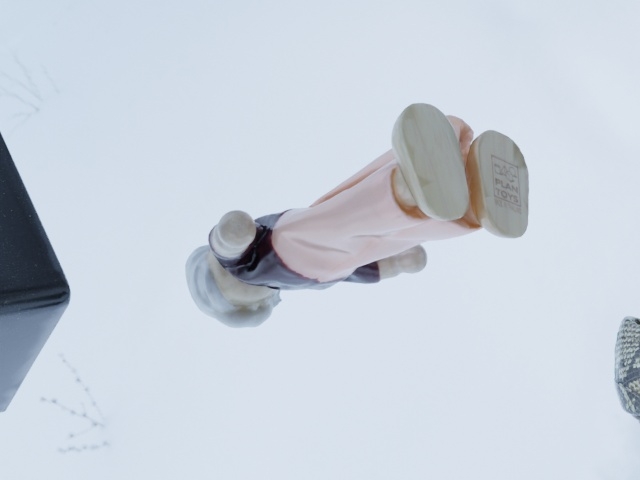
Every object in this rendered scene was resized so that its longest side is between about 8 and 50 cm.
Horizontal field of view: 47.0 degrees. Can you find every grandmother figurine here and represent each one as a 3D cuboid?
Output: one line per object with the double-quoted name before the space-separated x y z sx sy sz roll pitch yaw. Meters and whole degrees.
"grandmother figurine" 0.000 0.000 0.597 0.342 0.208 0.104 -21 55 48

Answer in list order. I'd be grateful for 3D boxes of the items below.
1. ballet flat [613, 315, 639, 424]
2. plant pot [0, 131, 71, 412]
"ballet flat" 0.578 0.120 0.823 0.483 0.164 0.182 -7 89 31
"plant pot" -0.298 0.019 0.476 0.187 0.167 0.188 -46 66 41
